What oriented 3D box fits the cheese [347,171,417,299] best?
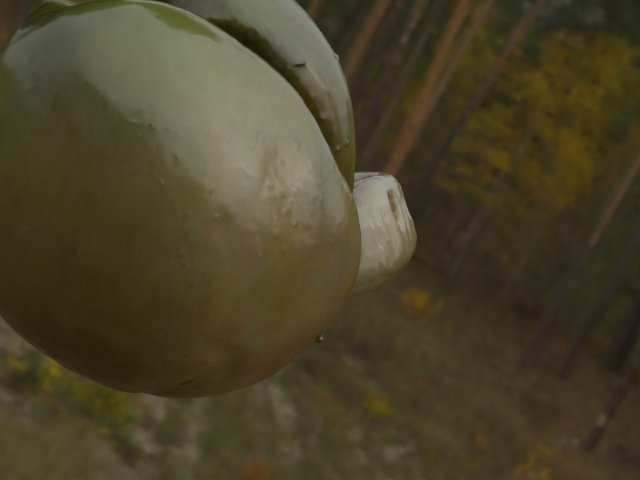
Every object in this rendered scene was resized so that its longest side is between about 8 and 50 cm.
[{"bbox_3d":[0.000,0.000,2.036,0.218,0.117,0.235,-8,13,37],"label":"cheese"}]

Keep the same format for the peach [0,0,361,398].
[{"bbox_3d":[-0.100,-0.038,1.142,0.247,0.292,0.292,-1,6,-2],"label":"peach"}]
